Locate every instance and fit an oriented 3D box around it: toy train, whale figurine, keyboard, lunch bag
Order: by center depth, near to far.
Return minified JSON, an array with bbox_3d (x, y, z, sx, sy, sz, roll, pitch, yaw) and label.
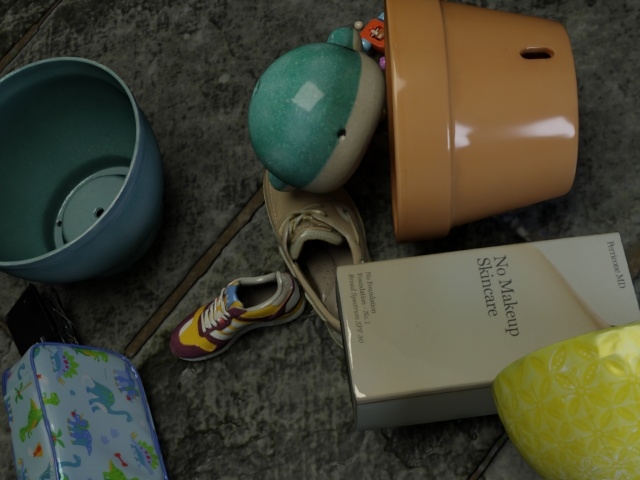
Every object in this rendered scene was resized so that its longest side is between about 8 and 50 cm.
[{"bbox_3d":[-0.277,0.234,1.431,0.090,0.176,0.219,-41,56,31],"label":"lunch bag"},{"bbox_3d":[-0.026,-0.166,1.454,0.216,0.141,0.272,-65,22,12],"label":"whale figurine"},{"bbox_3d":[0.070,-0.216,1.588,0.125,0.046,0.166,27,75,33],"label":"toy train"},{"bbox_3d":[-0.350,0.142,1.593,0.100,0.038,0.192,-48,57,22],"label":"keyboard"}]

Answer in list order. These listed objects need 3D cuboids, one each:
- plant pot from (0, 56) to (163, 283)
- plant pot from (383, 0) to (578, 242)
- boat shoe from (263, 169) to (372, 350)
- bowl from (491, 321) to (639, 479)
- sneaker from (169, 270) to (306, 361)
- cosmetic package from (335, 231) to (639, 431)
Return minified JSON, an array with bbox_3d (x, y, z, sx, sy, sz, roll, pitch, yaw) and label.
[{"bbox_3d":[-0.323,-0.065,1.578,0.293,0.196,0.293,-9,63,18],"label":"plant pot"},{"bbox_3d":[0.179,-0.148,1.389,0.203,0.291,0.291,-4,63,2],"label":"plant pot"},{"bbox_3d":[0.000,0.000,1.475,0.109,0.098,0.302,-28,58,7],"label":"boat shoe"},{"bbox_3d":[0.318,0.191,1.153,0.289,0.289,0.156,-14,67,15],"label":"bowl"},{"bbox_3d":[-0.114,0.086,1.487,0.185,0.084,0.070,-26,59,8],"label":"sneaker"},{"bbox_3d":[0.178,0.099,1.297,0.309,0.113,0.160,-8,63,-2],"label":"cosmetic package"}]
